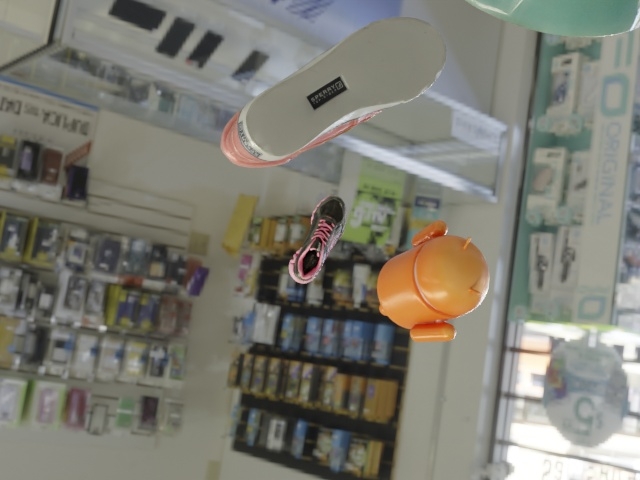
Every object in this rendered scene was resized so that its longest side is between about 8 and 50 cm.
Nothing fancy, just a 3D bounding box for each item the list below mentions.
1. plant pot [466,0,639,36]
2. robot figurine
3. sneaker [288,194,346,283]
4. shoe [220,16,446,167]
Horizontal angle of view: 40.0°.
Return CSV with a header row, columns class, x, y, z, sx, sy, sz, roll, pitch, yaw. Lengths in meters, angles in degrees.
class,x,y,z,sx,sy,sz,roll,pitch,yaw
plant pot,0.292,-0.415,1.002,0.293,0.293,0.235,9,137,-1
robot figurine,0.173,0.068,1.356,0.128,0.158,0.219,43,149,-10
sneaker,0.000,0.000,1.088,0.047,0.119,0.057,24,180,-3
shoe,0.007,-0.110,0.660,0.178,0.063,0.081,-31,-171,-20
